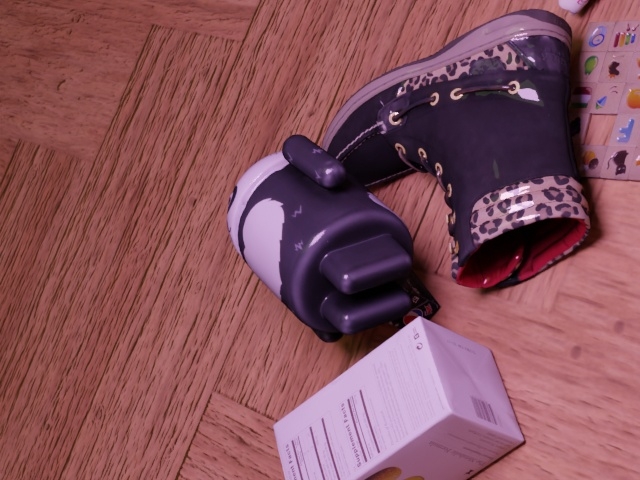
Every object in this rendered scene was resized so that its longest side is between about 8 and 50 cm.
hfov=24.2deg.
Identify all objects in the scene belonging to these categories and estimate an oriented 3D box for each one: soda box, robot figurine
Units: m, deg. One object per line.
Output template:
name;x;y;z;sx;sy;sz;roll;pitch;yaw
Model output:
soda box;0.079;0.043;1.869;0.053;0.060;0.169;-50;43;14
robot figurine;-0.002;0.002;1.793;0.209;0.173;0.278;-57;42;10

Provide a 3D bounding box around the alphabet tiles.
alphabet tiles;0.378;-0.160;1.706;0.237;0.009;0.198;8;76;46

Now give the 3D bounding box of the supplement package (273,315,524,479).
supplement package;0.085;0.222;1.717;0.244;0.139;0.134;-40;46;27

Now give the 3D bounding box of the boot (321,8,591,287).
boot;0.160;-0.077;1.796;0.377;0.138;0.284;-27;56;33

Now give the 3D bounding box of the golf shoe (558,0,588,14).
golf shoe;0.261;-0.381;1.864;0.273;0.105;0.120;43;110;48
